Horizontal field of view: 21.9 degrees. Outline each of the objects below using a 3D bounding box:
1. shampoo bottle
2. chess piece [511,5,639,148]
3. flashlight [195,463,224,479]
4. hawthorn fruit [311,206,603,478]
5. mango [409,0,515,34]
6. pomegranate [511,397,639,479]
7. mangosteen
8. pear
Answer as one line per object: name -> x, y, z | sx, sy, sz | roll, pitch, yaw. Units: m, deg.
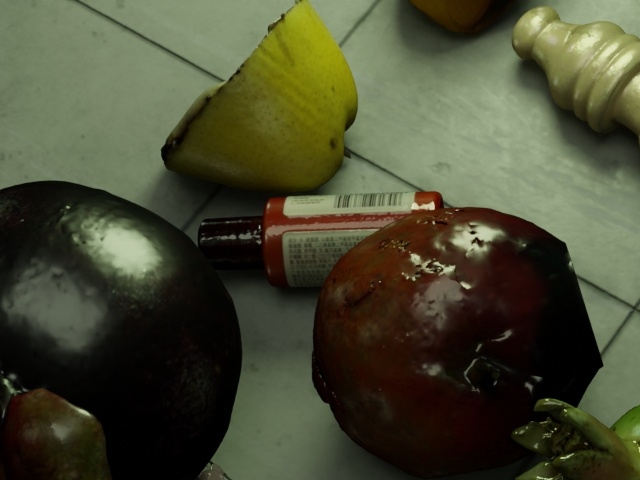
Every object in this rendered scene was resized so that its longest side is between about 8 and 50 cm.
shampoo bottle -> 0.000, 0.000, 1.869 | 0.278, 0.104, 0.104 | -2, 60, 8
chess piece -> 0.345, -0.176, 1.918 | 0.307, 0.124, 0.139 | 35, 108, 29
flashlight -> -0.110, 0.289, 1.765 | 0.031, 0.052, 0.110 | -37, 60, 30
hawthorn fruit -> 0.145, 0.099, 1.692 | 0.316, 0.316, 0.316 | -4, 60, 7
mango -> 0.185, -0.385, 2.018 | 0.236, 0.136, 0.166 | -43, 47, 18
pomegranate -> 0.313, 0.266, 1.580 | 0.286, 0.231, 0.231 | 3, 55, -24
mangosteen -> -0.283, 0.132, 1.663 | 0.382, 0.435, 0.382 | 5, 105, 18
pear -> -0.045, -0.140, 1.927 | 0.178, 0.267, 0.267 | 41, 72, 2
